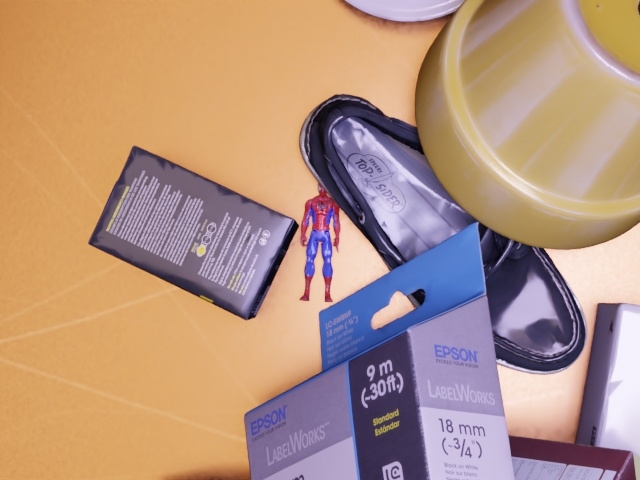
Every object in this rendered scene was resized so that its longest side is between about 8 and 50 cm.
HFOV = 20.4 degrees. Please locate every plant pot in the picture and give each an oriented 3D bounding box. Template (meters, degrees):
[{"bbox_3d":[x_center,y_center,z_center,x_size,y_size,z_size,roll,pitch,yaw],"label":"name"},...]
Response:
[{"bbox_3d":[0.236,-0.148,1.521,0.254,0.239,0.254,6,68,-15],"label":"plant pot"}]

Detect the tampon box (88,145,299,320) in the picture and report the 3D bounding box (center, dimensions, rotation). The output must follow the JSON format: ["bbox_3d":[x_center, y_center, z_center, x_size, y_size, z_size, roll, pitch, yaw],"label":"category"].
[{"bbox_3d":[-0.114,-0.006,1.633,0.161,0.120,0.101,25,89,3],"label":"tampon box"}]

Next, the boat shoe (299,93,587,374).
[{"bbox_3d":[0.119,-0.006,1.622,0.127,0.113,0.340,-41,92,-6],"label":"boat shoe"}]

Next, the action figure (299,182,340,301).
[{"bbox_3d":[0.000,0.000,1.676,0.038,0.030,0.115,2,87,6],"label":"action figure"}]

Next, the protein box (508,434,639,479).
[{"bbox_3d":[0.228,0.280,1.526,0.200,0.201,0.136,42,68,-26],"label":"protein box"}]

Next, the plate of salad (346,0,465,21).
[{"bbox_3d":[0.087,-0.300,1.668,0.200,0.048,0.199,-1,81,9],"label":"plate of salad"}]

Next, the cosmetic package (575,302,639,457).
[{"bbox_3d":[0.335,0.142,1.598,0.184,0.151,0.151,10,89,2],"label":"cosmetic package"}]

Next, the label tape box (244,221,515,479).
[{"bbox_3d":[0.044,0.171,1.513,0.106,0.241,0.333,10,62,-36],"label":"label tape box"}]
